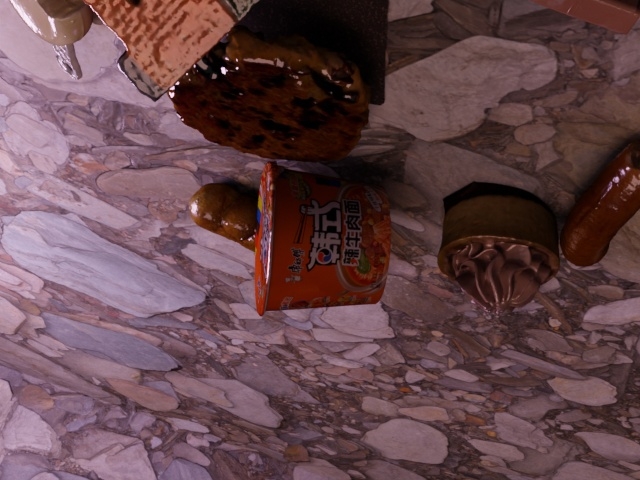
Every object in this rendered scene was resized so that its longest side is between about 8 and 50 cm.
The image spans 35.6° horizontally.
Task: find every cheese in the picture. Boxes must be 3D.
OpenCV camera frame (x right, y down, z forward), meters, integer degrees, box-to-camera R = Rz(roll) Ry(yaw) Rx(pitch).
[{"bbox_3d":[-0.389,-0.330,1.396,0.163,0.071,0.249,47,159,1],"label":"cheese"}]

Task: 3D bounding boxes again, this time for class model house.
[{"bbox_3d":[-0.183,-0.357,1.134,0.271,0.190,0.301,-37,111,28],"label":"model house"}]

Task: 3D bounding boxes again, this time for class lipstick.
[{"bbox_3d":[0.299,-0.288,1.158,0.145,0.045,0.045,19,152,-3],"label":"lipstick"}]

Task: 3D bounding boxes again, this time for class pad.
[{"bbox_3d":[-0.016,-0.304,1.336,0.219,0.004,0.330,12,150,9],"label":"pad"}]

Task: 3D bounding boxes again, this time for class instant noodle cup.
[{"bbox_3d":[0.000,0.000,1.602,0.192,0.251,0.250,2,151,-9],"label":"instant noodle cup"}]

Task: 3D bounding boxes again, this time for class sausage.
[{"bbox_3d":[0.418,-0.043,1.455,0.102,0.076,0.302,-21,157,-21],"label":"sausage"}]

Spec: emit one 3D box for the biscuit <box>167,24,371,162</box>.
[{"bbox_3d":[-0.071,-0.208,1.425,0.289,0.081,0.334,15,160,-10],"label":"biscuit"}]

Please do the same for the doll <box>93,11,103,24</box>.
[{"bbox_3d":[-0.244,-0.318,1.362,0.183,0.085,0.217,38,160,-22],"label":"doll"}]

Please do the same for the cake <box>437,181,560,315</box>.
[{"bbox_3d":[0.272,0.033,1.580,0.207,0.178,0.185,17,151,7],"label":"cake"}]

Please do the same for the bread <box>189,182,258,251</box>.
[{"bbox_3d":[-0.075,-0.008,1.784,0.344,0.084,0.124,25,171,-14],"label":"bread"}]
